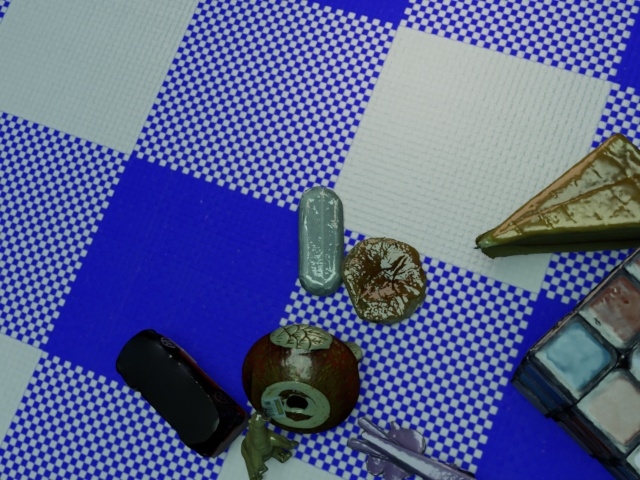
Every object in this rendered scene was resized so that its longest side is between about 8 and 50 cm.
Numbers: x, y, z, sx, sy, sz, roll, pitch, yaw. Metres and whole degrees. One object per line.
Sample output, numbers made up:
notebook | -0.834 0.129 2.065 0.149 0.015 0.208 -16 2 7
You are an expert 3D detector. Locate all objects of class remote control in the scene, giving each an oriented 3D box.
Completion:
remote control | 0.000 0.000 1.907 0.104 0.052 0.247 -3 74 6

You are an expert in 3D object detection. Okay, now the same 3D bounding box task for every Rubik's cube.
Rubik's cube | 0.596 0.236 1.564 0.362 0.363 0.359 -41 76 -5

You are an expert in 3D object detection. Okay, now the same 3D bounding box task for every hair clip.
hair clip | 0.187 0.454 1.739 0.279 0.090 0.137 23 77 20

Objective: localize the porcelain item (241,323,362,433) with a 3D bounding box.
porcelain item | -0.034 0.263 1.785 0.253 0.253 0.252 -3 75 11

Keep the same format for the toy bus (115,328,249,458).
toy bus | -0.291 0.322 1.832 0.303 0.147 0.127 39 87 20

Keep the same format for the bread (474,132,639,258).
bread | 0.508 -0.009 1.716 0.362 0.233 0.245 -36 74 5

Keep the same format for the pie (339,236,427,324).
pie | 0.139 0.081 1.850 0.195 0.046 0.195 0 76 -2

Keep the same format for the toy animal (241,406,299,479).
toy animal | -0.119 0.414 1.754 0.103 0.218 0.101 -32 74 -20
